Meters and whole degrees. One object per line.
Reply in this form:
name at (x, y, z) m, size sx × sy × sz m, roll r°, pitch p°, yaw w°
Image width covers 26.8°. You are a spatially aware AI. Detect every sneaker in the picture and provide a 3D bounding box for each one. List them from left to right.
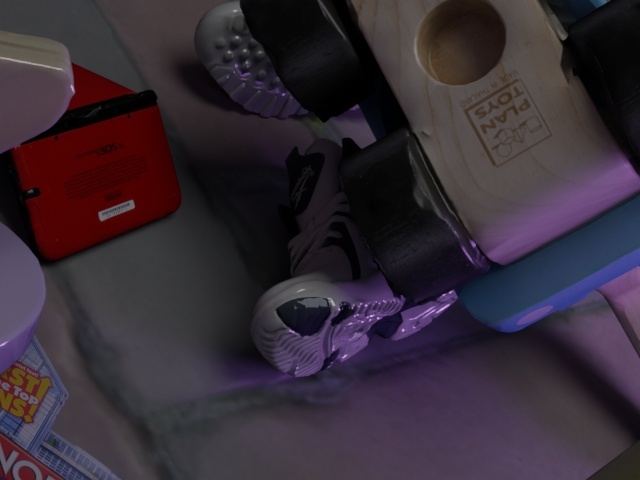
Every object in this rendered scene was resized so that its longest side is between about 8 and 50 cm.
sneaker at (-0.023, -0.161, 1.102) m, size 0.235 × 0.090 × 0.095 m, roll 2°, pitch 40°, yaw -49°
sneaker at (0.000, 0.000, 0.935) m, size 0.235 × 0.094 × 0.153 m, roll -15°, pitch 64°, yaw -52°

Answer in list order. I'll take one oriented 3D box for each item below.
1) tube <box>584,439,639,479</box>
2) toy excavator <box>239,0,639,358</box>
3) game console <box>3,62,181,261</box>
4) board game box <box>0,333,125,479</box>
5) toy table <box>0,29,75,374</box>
tube at (0.190, 0.165, 0.827) m, size 0.062 × 0.240 × 0.070 m, roll 47°, pitch 34°, yaw 7°
toy excavator at (0.190, -0.025, 0.976) m, size 0.433 × 0.222 × 0.445 m, roll 64°, pitch 15°, yaw 18°
game console at (-0.176, -0.057, 0.883) m, size 0.144 × 0.085 × 0.124 m, roll -27°, pitch 106°, yaw -54°
board game box at (-0.163, 0.127, 0.663) m, size 0.194 × 0.060 × 0.194 m, roll 37°, pitch 36°, yaw -11°
toy table at (-0.250, -0.039, 0.608) m, size 0.274 × 0.161 × 0.252 m, roll 0°, pitch 40°, yaw -32°
